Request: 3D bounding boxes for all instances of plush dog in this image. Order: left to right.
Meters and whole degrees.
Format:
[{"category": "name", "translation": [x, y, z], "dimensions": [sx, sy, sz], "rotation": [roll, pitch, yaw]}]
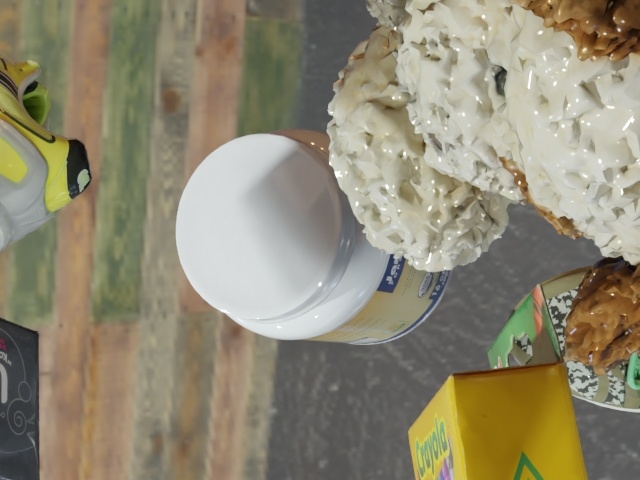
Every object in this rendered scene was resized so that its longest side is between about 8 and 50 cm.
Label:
[{"category": "plush dog", "translation": [0.089, -0.082, 0.509], "dimensions": [0.262, 0.211, 0.225], "rotation": [61, -177, -42]}]

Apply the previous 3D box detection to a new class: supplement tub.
[{"category": "supplement tub", "translation": [0.000, 0.000, 1.540], "dimensions": [0.228, 0.316, 0.228], "rotation": [-3, 84, 24]}]

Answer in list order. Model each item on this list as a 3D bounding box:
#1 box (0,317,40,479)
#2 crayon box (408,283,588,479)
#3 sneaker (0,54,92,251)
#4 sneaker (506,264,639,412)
[{"category": "box", "translation": [-0.386, 0.146, 1.135], "dimensions": [0.270, 0.165, 0.143], "rotation": [-14, 67, 23]}, {"category": "crayon box", "translation": [0.125, 0.209, 0.921], "dimensions": [0.202, 0.081, 0.318], "rotation": [101, 162, -71]}, {"category": "sneaker", "translation": [-0.332, -0.122, 1.273], "dimensions": [0.384, 0.147, 0.145], "rotation": [53, 156, 37]}, {"category": "sneaker", "translation": [0.356, 0.103, 1.248], "dimensions": [0.410, 0.182, 0.158], "rotation": [8, 90, 25]}]
